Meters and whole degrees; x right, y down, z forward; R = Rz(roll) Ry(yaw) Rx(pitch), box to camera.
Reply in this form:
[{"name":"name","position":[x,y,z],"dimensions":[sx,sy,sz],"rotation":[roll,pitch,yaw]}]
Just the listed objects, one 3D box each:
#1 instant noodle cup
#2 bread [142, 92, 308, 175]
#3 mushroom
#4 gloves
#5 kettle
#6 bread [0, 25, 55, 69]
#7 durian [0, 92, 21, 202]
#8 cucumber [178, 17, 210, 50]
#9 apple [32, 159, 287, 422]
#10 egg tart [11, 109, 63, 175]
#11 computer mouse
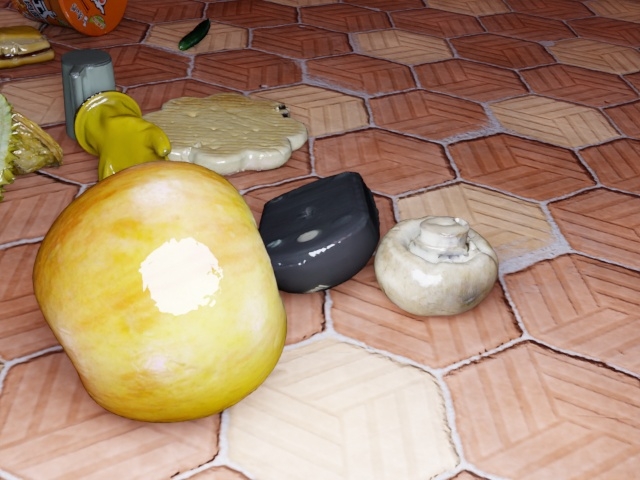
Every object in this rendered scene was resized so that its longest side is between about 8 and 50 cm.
[{"name":"instant noodle cup","position":[-0.617,-0.626,1.915],"dimensions":[0.192,0.250,0.250],"rotation":[11,32,25]},{"name":"bread","position":[-0.174,-0.193,1.435],"dimensions":[0.316,0.054,0.316],"rotation":[4,32,-2]},{"name":"mushroom","position":[0.153,0.027,1.054],"dimensions":[0.166,0.127,0.166],"rotation":[4,25,-2]},{"name":"gloves","position":[-0.291,-0.128,1.241],"dimensions":[0.116,0.133,0.294],"rotation":[-14,37,-26]},{"name":"kettle","position":[-0.421,-0.257,1.420],"dimensions":[0.098,0.148,0.127],"rotation":[22,37,25]},{"name":"bread","position":[-0.690,-0.422,1.730],"dimensions":[0.200,0.077,0.116],"rotation":[-18,30,-32]},{"name":"durian","position":[-0.565,-0.084,1.114],"dimensions":[0.306,0.166,0.172],"rotation":[-13,32,-8]},{"name":"cucumber","position":[-0.302,-0.498,1.929],"dimensions":[0.036,0.033,0.184],"rotation":[31,34,-5]},{"name":"apple","position":[-0.169,0.055,0.848],"dimensions":[0.233,0.286,0.286],"rotation":[-21,37,-10]},{"name":"egg tart","position":[-0.508,-0.162,1.278],"dimensions":[0.191,0.191,0.074],"rotation":[18,69,21]},{"name":"computer mouse","position":[0.000,0.000,1.085],"dimensions":[0.170,0.100,0.269],"rotation":[-17,21,8]}]
